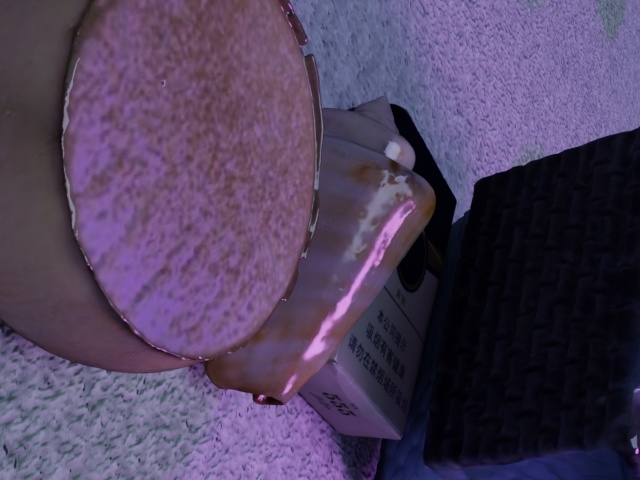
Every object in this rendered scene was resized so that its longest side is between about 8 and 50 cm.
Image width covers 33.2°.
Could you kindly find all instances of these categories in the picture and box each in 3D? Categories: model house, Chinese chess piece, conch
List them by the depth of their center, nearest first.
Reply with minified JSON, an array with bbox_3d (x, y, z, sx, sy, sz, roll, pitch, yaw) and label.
[{"bbox_3d":[-0.104,-0.056,0.648,0.270,0.112,0.270,-3,93,-60],"label":"Chinese chess piece"},{"bbox_3d":[0.008,-0.003,0.802,0.158,0.127,0.255,29,64,-35],"label":"conch"},{"bbox_3d":[0.256,0.080,0.970,0.339,0.297,0.360,116,-7,-59],"label":"model house"}]

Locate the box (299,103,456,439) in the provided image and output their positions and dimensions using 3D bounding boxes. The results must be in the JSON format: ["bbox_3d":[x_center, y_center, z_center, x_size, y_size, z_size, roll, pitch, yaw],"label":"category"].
[{"bbox_3d":[0.047,0.028,0.962,0.168,0.071,0.259,52,48,-49],"label":"box"}]
